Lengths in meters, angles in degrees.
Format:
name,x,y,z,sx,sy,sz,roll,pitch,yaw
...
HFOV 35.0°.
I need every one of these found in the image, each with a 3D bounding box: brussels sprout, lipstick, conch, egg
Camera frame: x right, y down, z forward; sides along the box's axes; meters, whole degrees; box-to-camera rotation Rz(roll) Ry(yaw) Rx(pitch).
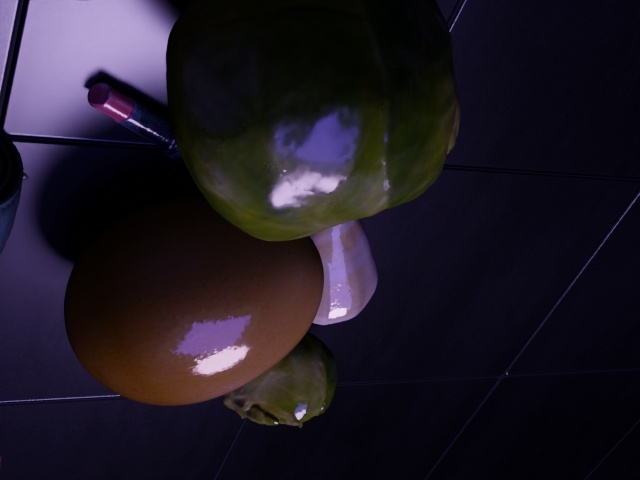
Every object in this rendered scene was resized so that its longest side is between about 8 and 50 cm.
name,x,y,z,sx,sy,sz,roll,pitch,yaw
brussels sprout,0.008,-0.154,1.054,0.281,0.289,0.354,-28,156,27
lipstick,-0.172,-0.122,1.189,0.053,0.053,0.234,-41,133,20
conch,0.002,-0.004,1.374,0.158,0.127,0.255,6,116,8
brussels sprout,-0.062,0.200,1.535,0.183,0.145,0.131,5,-177,29
egg,-0.153,0.068,1.238,0.322,0.250,0.250,-19,142,8

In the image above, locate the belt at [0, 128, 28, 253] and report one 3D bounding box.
name,x,y,z,sx,sy,sz,roll,pitch,yaw
belt,-0.427,-0.051,0.994,0.267,0.206,0.116,-3,131,-38
